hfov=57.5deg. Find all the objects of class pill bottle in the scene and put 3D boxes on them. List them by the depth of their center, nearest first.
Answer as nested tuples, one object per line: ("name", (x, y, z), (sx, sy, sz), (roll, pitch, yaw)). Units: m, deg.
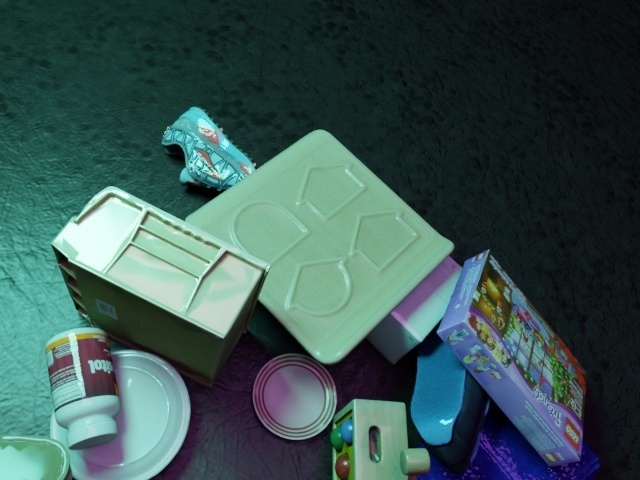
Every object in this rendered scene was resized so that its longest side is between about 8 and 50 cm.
("pill bottle", (-0.329, 0.206, 0.814), (0.086, 0.086, 0.152), (-11, 65, -21))

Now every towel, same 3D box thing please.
("towel", (0.301, 0.374, 0.954), (0.308, 0.076, 0.228), (-30, 73, -28))

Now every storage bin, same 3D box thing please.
("storage bin", (-0.234, 0.079, 0.861), (0.260, 0.262, 0.123), (27, 60, 0))

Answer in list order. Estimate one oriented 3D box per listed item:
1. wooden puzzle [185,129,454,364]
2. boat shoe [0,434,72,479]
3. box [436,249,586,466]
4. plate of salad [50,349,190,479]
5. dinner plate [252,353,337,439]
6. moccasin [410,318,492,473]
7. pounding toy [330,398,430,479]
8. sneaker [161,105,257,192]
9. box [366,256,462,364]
("wooden puzzle", (0.000, 0.000, 0.988), (0.348, 0.081, 0.322), (42, 61, 16))
("boat shoe", (-0.481, 0.299, 0.752), (0.302, 0.103, 0.113), (14, 44, -7))
("box", (0.320, 0.184, 0.943), (0.293, 0.057, 0.201), (49, 40, -9))
("plate of salad", (-0.293, 0.262, 0.864), (0.199, 0.048, 0.200), (2, 63, -4))
("dinner plate", (-0.042, 0.256, 0.958), (0.141, 0.017, 0.141), (7, 60, -13))
("moccasin", (0.222, 0.236, 0.971), (0.117, 0.137, 0.342), (64, 35, -16))
("pounding toy", (0.077, 0.326, 0.840), (0.094, 0.206, 0.181), (7, 60, -12))
("sneaker", (-0.200, -0.126, 1.101), (0.125, 0.104, 0.262), (-39, 73, -12))
("box", (0.168, 0.115, 1.032), (0.091, 0.130, 0.170), (44, 59, 10))
